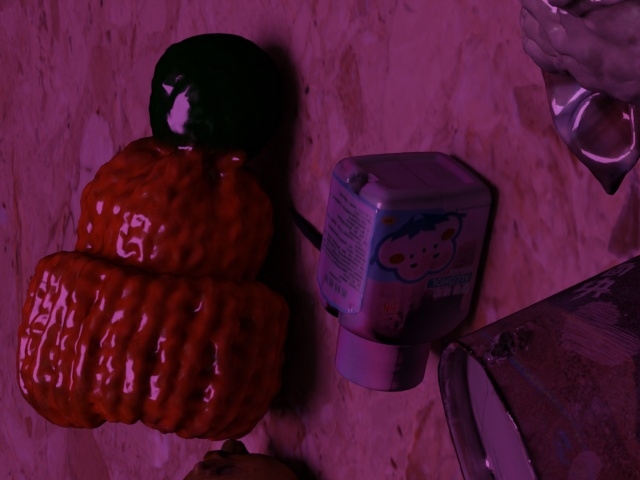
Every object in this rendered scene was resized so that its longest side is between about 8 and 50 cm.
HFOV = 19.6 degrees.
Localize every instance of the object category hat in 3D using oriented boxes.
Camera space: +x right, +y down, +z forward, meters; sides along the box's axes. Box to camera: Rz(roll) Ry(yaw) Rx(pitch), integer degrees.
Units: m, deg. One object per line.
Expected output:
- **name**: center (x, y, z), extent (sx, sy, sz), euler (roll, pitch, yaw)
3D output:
- **hat**: center (-0.170, -0.005, 1.833), extent (0.285, 0.285, 0.400), euler (8, 98, 61)

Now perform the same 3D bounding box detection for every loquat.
- **loquat**: center (-0.083, 0.286, 1.840), extent (0.172, 0.149, 0.204), euler (120, 150, -49)

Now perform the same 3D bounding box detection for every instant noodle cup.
- **instant noodle cup**: center (0.200, 0.108, 1.170), extent (0.217, 0.207, 0.217), euler (160, 90, -79)

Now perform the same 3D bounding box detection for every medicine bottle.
- **medicine bottle**: center (0.063, 0.027, 1.552), extent (0.094, 0.119, 0.188), euler (43, 131, 51)

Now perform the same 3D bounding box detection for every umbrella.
- **umbrella**: center (-0.003, 0.004, 1.774), extent (0.022, 0.022, 0.149), euler (-48, 38, -2)

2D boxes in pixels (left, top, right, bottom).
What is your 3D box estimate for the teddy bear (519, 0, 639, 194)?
- **teddy bear**: center (0.166, -0.230, 1.133), extent (0.327, 0.375, 0.362), euler (8, 85, 32)
